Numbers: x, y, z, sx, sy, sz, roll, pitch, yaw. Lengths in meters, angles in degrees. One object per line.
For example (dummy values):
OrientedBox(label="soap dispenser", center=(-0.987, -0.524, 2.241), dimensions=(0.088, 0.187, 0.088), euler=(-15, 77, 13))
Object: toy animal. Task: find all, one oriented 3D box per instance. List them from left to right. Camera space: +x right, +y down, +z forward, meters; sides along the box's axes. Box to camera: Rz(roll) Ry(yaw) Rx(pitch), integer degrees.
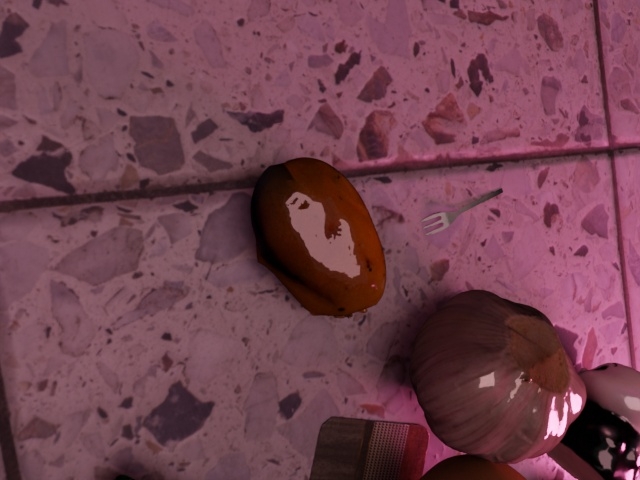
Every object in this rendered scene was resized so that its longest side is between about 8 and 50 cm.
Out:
OrientedBox(label="toy animal", center=(0.605, 0.385, 0.965), dimensions=(0.213, 0.212, 0.267), euler=(48, 68, -17))

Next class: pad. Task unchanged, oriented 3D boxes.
OrientedBox(label="pad", center=(0.091, 0.502, 0.806), dimensions=(0.249, 0.055, 0.324), euler=(15, 66, -24))

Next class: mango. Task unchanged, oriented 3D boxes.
OrientedBox(label="mango", center=(0.000, 0.000, 0.717), dimensions=(0.201, 0.152, 0.287), euler=(-37, 102, -9))

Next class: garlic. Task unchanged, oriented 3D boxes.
OrientedBox(label="garlic", center=(0.296, 0.241, 0.799), dimensions=(0.317, 0.260, 0.318), euler=(11, 49, -13))

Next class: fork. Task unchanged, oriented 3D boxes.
OrientedBox(label="fork", center=(0.307, -0.070, 0.924), dimensions=(0.235, 0.021, 0.039), euler=(-24, 103, -22))

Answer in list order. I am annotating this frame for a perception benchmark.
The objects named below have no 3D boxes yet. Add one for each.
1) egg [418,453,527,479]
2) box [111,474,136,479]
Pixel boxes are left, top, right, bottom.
OrientedBox(label="egg", center=(0.250, 0.549, 0.712), dimensions=(0.300, 0.301, 0.374), euler=(30, 49, -21))
OrientedBox(label="box", center=(-0.231, 0.463, 0.614), dimensions=(0.250, 0.103, 0.180), euler=(38, 58, -19))
